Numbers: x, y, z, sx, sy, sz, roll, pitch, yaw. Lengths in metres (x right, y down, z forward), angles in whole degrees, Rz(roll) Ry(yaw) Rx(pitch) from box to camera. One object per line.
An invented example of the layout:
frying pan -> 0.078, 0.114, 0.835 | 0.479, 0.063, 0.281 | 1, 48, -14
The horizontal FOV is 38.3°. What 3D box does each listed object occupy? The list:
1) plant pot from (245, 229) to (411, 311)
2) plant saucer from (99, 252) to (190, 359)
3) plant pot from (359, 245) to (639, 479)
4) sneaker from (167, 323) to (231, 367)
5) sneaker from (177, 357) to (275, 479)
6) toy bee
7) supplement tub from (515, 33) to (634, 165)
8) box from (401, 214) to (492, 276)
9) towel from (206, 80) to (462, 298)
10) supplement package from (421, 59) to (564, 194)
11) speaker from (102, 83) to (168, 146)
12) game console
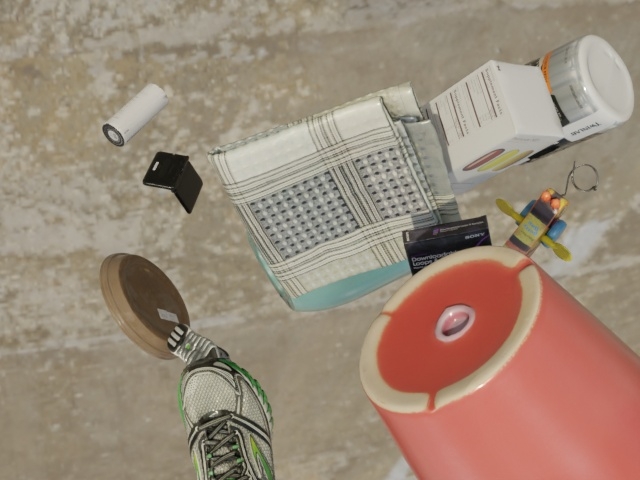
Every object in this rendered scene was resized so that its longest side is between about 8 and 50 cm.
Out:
plant pot -> 0.000, 0.000, 1.768 | 0.235, 0.293, 0.293 | -31, 154, -10
plant saucer -> -0.383, 0.139, 2.066 | 0.041, 0.278, 0.278 | -33, 148, 17
plant pot -> 0.183, 0.153, 0.887 | 0.275, 0.275, 0.243 | -28, 120, 23
sneaker -> -0.222, 0.253, 1.923 | 0.132, 0.228, 0.086 | 34, 92, -35
sneaker -> -0.122, 0.335, 1.349 | 0.134, 0.344, 0.146 | -18, -177, 3
toy bee -> 0.471, -0.055, 1.995 | 0.195, 0.298, 0.162 | 18, 179, 19
supplement tub -> 0.453, -0.270, 1.874 | 0.193, 0.194, 0.316 | 10, 157, -39
box -> 0.183, 0.039, 1.266 | 0.116, 0.029, 0.162 | -11, 133, 10
towel -> 0.039, -0.060, 1.381 | 0.324, 0.056, 0.312 | -19, 126, 12
supplement package -> 0.263, -0.185, 1.565 | 0.139, 0.134, 0.244 | -3, 161, -40
speaker -> -0.351, -0.241, 1.754 | 0.136, 0.055, 0.055 | -52, 172, -33
game console -> -0.317, -0.125, 1.984 | 0.107, 0.122, 0.071 | 10, 129, 2
